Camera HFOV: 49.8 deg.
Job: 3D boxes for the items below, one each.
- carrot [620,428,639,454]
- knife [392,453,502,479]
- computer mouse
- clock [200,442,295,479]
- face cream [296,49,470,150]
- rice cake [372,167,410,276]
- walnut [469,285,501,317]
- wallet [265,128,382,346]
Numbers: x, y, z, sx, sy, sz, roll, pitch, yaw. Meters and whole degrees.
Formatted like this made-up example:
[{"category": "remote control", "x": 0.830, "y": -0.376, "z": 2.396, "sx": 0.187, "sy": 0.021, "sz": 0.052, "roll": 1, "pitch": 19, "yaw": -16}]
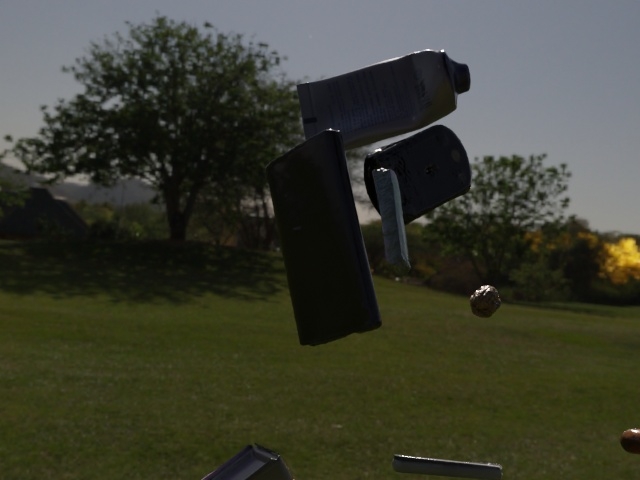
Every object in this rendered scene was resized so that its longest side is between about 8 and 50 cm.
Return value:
[{"category": "carrot", "x": 0.395, "y": 0.241, "z": 0.815, "sx": 0.032, "sy": 0.032, "sz": 0.093, "roll": 5, "pitch": -12, "yaw": -18}, {"category": "knife", "x": 0.307, "y": 0.550, "z": 1.676, "sx": 0.266, "sy": 0.040, "sz": 0.073, "roll": -1, "pitch": -9, "yaw": 20}, {"category": "computer mouse", "x": 0.200, "y": -0.136, "z": 1.457, "sx": 0.269, "sy": 0.170, "sz": 0.100, "roll": -26, "pitch": 2, "yaw": -35}, {"category": "clock", "x": -0.129, "y": 0.345, "z": 0.867, "sx": 0.192, "sy": 0.071, "sz": 0.147, "roll": -33, "pitch": 2, "yaw": -22}, {"category": "face cream", "x": 0.155, "y": -0.346, "z": 1.677, "sx": 0.421, "sy": 0.234, "sz": 0.137, "roll": -14, "pitch": -24, "yaw": 9}, {"category": "rice cake", "x": 0.112, "y": -0.034, "z": 1.089, "sx": 0.034, "sy": 0.210, "sz": 0.043, "roll": -21, "pitch": -44, "yaw": 20}, {"category": "walnut", "x": 0.452, "y": 0.168, "z": 1.882, "sx": 0.083, "sy": 0.078, "sz": 0.096, "roll": 19, "pitch": 33, "yaw": 30}, {"category": "wallet", "x": 0.001, "y": 0.000, "z": 1.402, "sx": 0.062, "sy": 0.405, "sz": 0.228, "roll": -1, "pitch": -16, "yaw": -44}]
